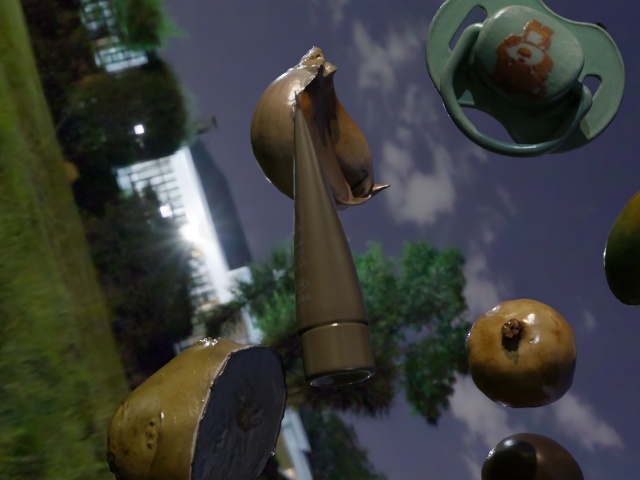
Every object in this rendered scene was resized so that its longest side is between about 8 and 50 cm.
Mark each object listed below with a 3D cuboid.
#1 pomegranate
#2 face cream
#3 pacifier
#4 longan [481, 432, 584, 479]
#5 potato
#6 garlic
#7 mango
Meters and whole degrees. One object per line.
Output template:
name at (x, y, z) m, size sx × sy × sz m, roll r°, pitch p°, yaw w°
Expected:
pomegranate at (0.331, 0.185, 1.493) m, size 0.196 × 0.196 × 0.196 m, roll 163°, pitch -90°, yaw -74°
face cream at (0.000, 0.000, 1.083) m, size 0.137 × 0.084 × 0.341 m, roll 67°, pitch 14°, yaw -69°
pacifier at (0.336, -0.273, 1.550) m, size 0.343 × 0.288 × 0.269 m, roll 36°, pitch -3°, yaw 10°
longan at (0.433, 0.490, 1.859) m, size 0.212 × 0.198 × 0.198 m, roll -35°, pitch -108°, yaw 58°
potato at (-0.193, 0.269, 1.344) m, size 0.196 × 0.300 × 0.246 m, roll 7°, pitch -49°, yaw 25°
garlic at (-0.013, -0.186, 1.707) m, size 0.286 × 0.249 × 0.313 m, roll -136°, pitch -152°, yaw -64°
mango at (0.430, -0.003, 1.121) m, size 0.092 × 0.130 × 0.195 m, roll -90°, pitch -155°, yaw -70°
